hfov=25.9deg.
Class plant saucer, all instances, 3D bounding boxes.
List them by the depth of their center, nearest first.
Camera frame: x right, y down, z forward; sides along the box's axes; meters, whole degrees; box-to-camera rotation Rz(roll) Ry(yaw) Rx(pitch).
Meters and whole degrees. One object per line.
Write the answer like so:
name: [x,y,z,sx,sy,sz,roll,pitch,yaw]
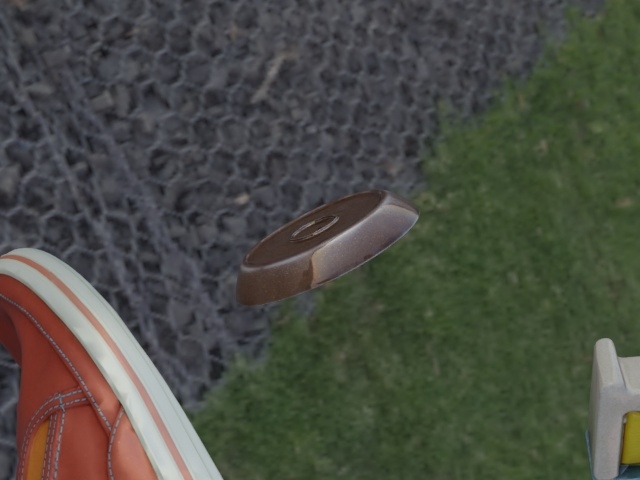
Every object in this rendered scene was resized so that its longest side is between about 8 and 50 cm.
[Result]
plant saucer: [0.000,0.000,1.139,0.168,0.168,0.029,-41,108,-49]

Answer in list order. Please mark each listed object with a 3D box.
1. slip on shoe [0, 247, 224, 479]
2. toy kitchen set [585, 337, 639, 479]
slip on shoe: [-0.099,0.115,0.619,0.101,0.331,0.123,-30,135,-9]
toy kitchen set: [0.210,0.141,0.608,0.207,0.166,0.122,-83,165,-61]
